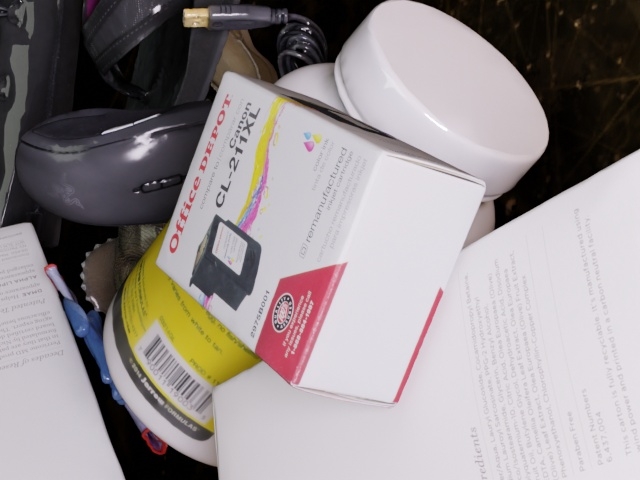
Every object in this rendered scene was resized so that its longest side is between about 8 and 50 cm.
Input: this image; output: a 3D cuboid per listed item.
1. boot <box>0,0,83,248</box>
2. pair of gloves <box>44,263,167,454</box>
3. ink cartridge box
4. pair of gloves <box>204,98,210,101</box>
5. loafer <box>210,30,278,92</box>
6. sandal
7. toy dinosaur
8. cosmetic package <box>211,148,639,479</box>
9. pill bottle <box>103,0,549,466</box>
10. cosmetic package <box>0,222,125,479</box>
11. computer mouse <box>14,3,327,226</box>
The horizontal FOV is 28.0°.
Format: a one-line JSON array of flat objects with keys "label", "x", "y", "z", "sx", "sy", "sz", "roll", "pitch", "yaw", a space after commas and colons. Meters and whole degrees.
[{"label": "boot", "x": -0.398, "y": -0.229, "z": 1.535, "sx": 0.367, "sy": 0.146, "sz": 0.445, "roll": 11, "pitch": 95, "yaw": 55}, {"label": "pair of gloves", "x": -0.195, "y": 0.105, "z": 1.177, "sx": 0.023, "sy": 0.198, "sz": 0.159, "roll": -30, "pitch": 56, "yaw": -9}, {"label": "ink cartridge box", "x": -0.008, "y": -0.006, "z": 0.699, "sx": 0.175, "sy": 0.072, "sz": 0.127, "roll": 33, "pitch": 105, "yaw": 53}, {"label": "pair of gloves", "x": -0.129, "y": -0.132, "z": 1.248, "sx": 0.074, "sy": 0.010, "sz": 0.083, "roll": -37, "pitch": 53, "yaw": 43}, {"label": "loafer", "x": -0.083, "y": -0.158, "z": 1.160, "sx": 0.056, "sy": 0.050, "sz": 0.148, "roll": -57, "pitch": 42, "yaw": 28}, {"label": "sandal", "x": -0.115, "y": -0.239, "z": 1.009, "sx": 0.167, "sy": 0.107, "sz": 0.445, "roll": -101, "pitch": 29, "yaw": -48}, {"label": "toy dinosaur", "x": -0.128, "y": -0.017, "z": 1.131, "sx": 0.160, "sy": 0.121, "sz": 0.313, "roll": 48, "pitch": 122, "yaw": 39}, {"label": "cosmetic package", "x": 0.118, "y": 0.106, "z": 0.717, "sx": 0.365, "sy": 0.197, "sz": 0.155, "roll": -30, "pitch": 58, "yaw": 44}, {"label": "pill bottle", "x": 0.000, "y": 0.000, "z": 0.901, "sx": 0.334, "sy": 0.188, "sz": 0.188, "roll": -49, "pitch": 47, "yaw": 34}, {"label": "cosmetic package", "x": -0.285, "y": 0.193, "z": 1.200, "sx": 0.217, "sy": 0.156, "sz": 0.385, "roll": 93, "pitch": 154, "yaw": -46}, {"label": "computer mouse", "x": -0.111, "y": -0.088, "z": 0.982, "sx": 0.060, "sy": 0.262, "sz": 0.184, "roll": -95, "pitch": 3, "yaw": -56}]
